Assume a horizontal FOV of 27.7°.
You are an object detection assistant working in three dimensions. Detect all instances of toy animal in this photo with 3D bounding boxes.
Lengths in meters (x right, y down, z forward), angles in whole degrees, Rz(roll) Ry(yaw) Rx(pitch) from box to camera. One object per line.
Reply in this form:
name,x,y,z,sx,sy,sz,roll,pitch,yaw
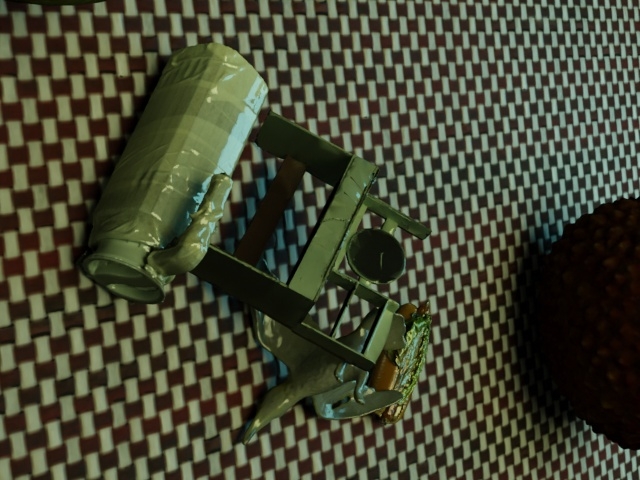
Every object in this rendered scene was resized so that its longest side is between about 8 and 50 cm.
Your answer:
toy animal,-0.004,0.111,1.090,0.219,0.095,0.155,55,52,-25

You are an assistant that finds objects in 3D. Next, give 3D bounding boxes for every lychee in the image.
lychee,0.374,0.094,1.410,0.304,0.276,0.276,53,46,0

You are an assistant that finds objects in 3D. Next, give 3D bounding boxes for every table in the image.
table,0.000,0.000,1.061,0.175,0.062,0.146,28,57,-4

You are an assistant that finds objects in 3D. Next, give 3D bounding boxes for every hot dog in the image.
hot dog,0.079,0.114,1.230,0.056,0.041,0.133,43,57,-40

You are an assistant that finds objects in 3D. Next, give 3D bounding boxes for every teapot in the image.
teapot,-0.100,-0.050,0.980,0.077,0.107,0.200,45,56,-40

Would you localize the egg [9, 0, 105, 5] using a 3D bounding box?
egg,-0.177,-0.262,0.805,0.289,0.238,0.238,50,51,-55
